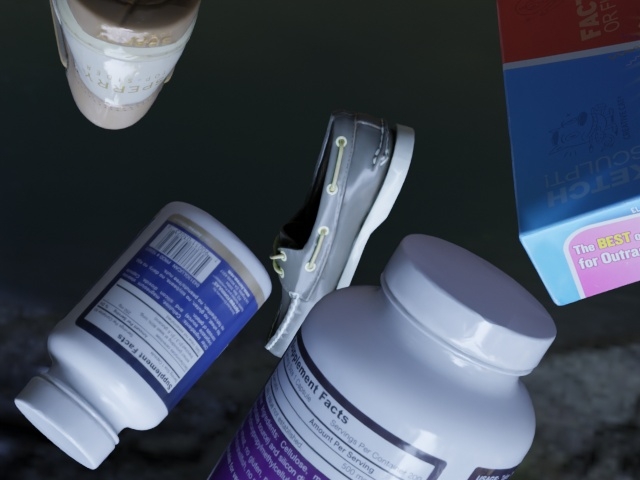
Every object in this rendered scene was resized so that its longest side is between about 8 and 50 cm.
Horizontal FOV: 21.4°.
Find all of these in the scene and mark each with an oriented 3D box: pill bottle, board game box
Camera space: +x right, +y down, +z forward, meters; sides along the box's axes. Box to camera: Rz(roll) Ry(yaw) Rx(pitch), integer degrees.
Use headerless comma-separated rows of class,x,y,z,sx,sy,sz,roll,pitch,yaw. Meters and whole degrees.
pill bottle,-0.118,0.064,1.111,0.094,0.169,0.094,37,162,14
pill bottle,0.030,0.161,1.204,0.181,0.323,0.181,28,-162,-10
board game box,0.263,-0.111,0.969,0.317,0.242,0.064,-19,131,18

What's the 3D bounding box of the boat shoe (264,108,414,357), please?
boat shoe,0.000,-0.002,1.796,0.091,0.305,0.109,20,-154,-12

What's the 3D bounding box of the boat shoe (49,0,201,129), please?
boat shoe,-0.139,-0.224,1.142,0.122,0.341,0.110,9,138,-10
